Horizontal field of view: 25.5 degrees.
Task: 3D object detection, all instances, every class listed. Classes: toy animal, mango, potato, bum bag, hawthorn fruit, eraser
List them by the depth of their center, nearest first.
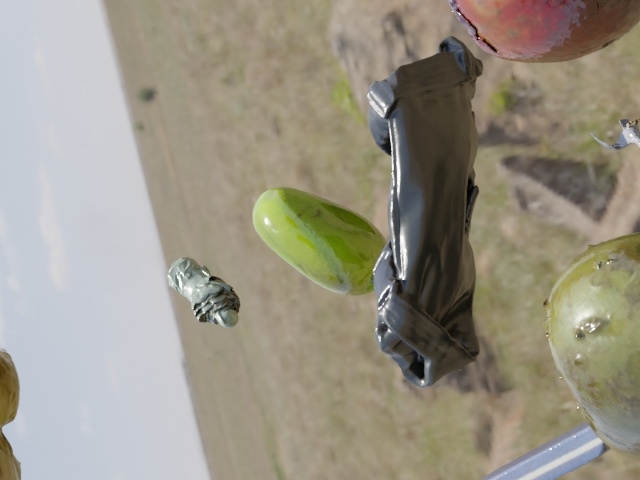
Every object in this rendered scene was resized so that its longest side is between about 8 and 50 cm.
[{"bbox_3d":[0.298,0.098,1.212,0.307,0.210,0.173,68,-155,-62],"label":"potato"},{"bbox_3d":[0.094,-0.027,1.306,0.079,0.142,0.326,2,91,46],"label":"bum bag"},{"bbox_3d":[0.325,-0.111,1.461,0.050,0.084,0.028,-106,4,-80],"label":"toy animal"},{"bbox_3d":[0.001,0.003,1.560,0.089,0.163,0.117,-63,12,18],"label":"mango"},{"bbox_3d":[0.253,0.251,1.594,0.082,0.225,0.036,-17,-106,-56],"label":"eraser"},{"bbox_3d":[0.325,-0.386,1.962,0.316,0.316,0.316,166,90,-85],"label":"hawthorn fruit"}]

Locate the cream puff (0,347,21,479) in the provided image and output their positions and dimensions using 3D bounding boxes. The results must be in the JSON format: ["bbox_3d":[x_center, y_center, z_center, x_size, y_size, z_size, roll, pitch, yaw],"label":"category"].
[{"bbox_3d":[-0.352,0.109,0.928,0.257,0.324,0.291,-58,-30,-82],"label":"cream puff"}]

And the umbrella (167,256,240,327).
[{"bbox_3d":[-0.156,0.072,1.919,0.143,0.067,0.062,44,142,40],"label":"umbrella"}]
